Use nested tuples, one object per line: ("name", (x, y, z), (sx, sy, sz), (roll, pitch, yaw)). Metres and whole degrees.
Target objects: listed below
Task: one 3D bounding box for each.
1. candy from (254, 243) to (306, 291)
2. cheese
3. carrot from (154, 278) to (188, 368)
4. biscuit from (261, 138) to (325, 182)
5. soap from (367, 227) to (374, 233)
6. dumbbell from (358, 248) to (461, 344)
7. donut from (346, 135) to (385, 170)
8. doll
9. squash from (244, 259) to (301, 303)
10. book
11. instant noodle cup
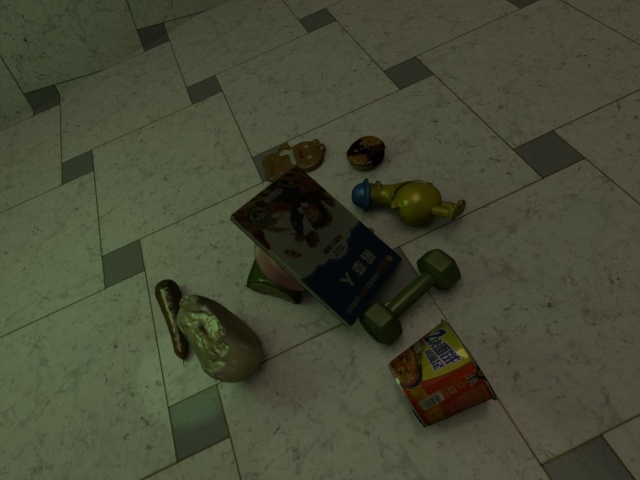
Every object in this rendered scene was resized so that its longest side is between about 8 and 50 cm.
("candy", (-0.062, 0.031, 1.216), (0.256, 0.094, 0.255), (13, 56, -20))
("cheese", (-0.277, 0.263, 1.141), (0.127, 0.233, 0.266), (-49, 56, -5))
("carrot", (-0.445, 0.250, 1.293), (0.078, 0.078, 0.298), (-25, 61, -2))
("biscuit", (-0.097, -0.302, 1.577), (0.249, 0.035, 0.184), (-17, 55, 3))
("soap", (0.143, -0.003, 1.329), (0.034, 0.012, 0.089), (17, 63, 24))
("dumbbell", (0.244, 0.149, 1.145), (0.302, 0.121, 0.108), (-40, 28, -11))
("donut", (0.163, -0.304, 1.494), (0.141, 0.059, 0.140), (-7, 57, 11))
("doll", (0.261, -0.125, 1.319), (0.363, 0.145, 0.200), (17, 23, 34))
("squash", (-0.111, 0.031, 1.319), (0.203, 0.111, 0.288), (14, 60, 21))
("book", (0.000, 0.000, 1.179), (0.428, 0.039, 0.300), (42, 51, 3))
("instant noodle cup", (0.271, 0.316, 0.980), (0.174, 0.213, 0.213), (-32, 55, 3))
